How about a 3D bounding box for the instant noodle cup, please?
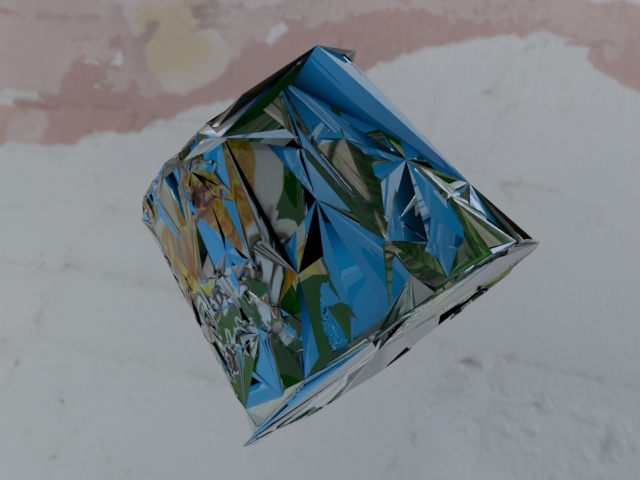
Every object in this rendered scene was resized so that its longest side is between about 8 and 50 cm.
[{"bbox_3d":[0.000,0.000,0.719,0.240,0.240,0.178,-36,-100,0],"label":"instant noodle cup"}]
